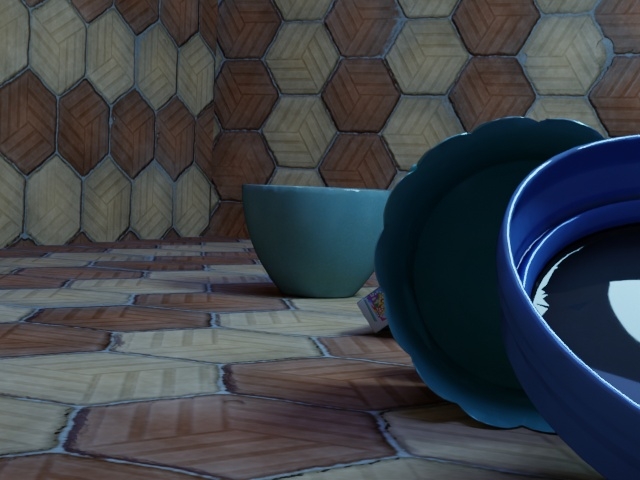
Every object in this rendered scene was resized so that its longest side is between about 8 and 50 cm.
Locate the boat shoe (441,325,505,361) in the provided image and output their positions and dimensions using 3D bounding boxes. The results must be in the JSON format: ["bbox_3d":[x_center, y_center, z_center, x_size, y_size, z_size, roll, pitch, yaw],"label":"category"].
[{"bbox_3d":[0.253,0.096,1.088,0.302,0.098,0.109,-3,-25,5],"label":"boat shoe"}]

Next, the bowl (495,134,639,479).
[{"bbox_3d":[0.306,0.054,0.678,0.391,0.077,0.391,4,34,-3],"label":"bowl"}]

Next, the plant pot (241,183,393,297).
[{"bbox_3d":[0.000,0.000,1.873,0.290,0.195,0.290,2,4,0],"label":"plant pot"}]

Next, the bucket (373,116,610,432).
[{"bbox_3d":[0.194,0.029,0.955,0.281,0.281,0.183,3,-1,11],"label":"bucket"}]

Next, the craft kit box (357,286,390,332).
[{"bbox_3d":[0.204,0.035,1.446,0.247,0.061,0.250,-40,-16,22],"label":"craft kit box"}]
